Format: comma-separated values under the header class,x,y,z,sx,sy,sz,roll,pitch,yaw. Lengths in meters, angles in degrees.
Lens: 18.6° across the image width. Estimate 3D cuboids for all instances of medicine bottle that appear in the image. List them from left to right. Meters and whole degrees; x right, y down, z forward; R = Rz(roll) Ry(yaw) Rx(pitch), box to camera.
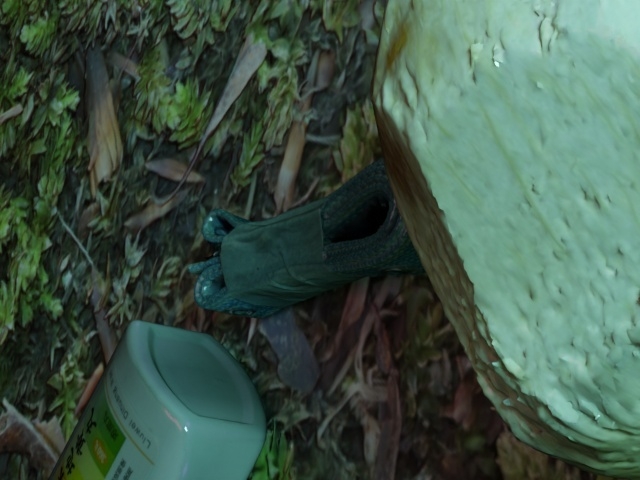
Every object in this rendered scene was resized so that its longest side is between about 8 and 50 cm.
class,x,y,z,sx,sy,sz,roll,pitch,yaw
medicine bottle,-0.171,0.241,1.676,0.324,0.124,0.179,-62,37,24

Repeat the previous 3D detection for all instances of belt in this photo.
class,x,y,z,sx,sy,sz,roll,pitch,yaw
belt,0.000,0.000,1.549,0.302,0.072,0.087,-16,71,50

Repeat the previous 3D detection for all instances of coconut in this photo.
class,x,y,z,sx,sy,sz,roll,pitch,yaw
coconut,0.197,-0.090,1.044,0.415,0.344,0.415,-16,68,46

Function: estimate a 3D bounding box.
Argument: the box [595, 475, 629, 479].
class,x,y,z,sx,sy,sz,roll,pitch,yaw
box,0.227,0.223,1.153,0.175,0.062,0.261,13,91,56
